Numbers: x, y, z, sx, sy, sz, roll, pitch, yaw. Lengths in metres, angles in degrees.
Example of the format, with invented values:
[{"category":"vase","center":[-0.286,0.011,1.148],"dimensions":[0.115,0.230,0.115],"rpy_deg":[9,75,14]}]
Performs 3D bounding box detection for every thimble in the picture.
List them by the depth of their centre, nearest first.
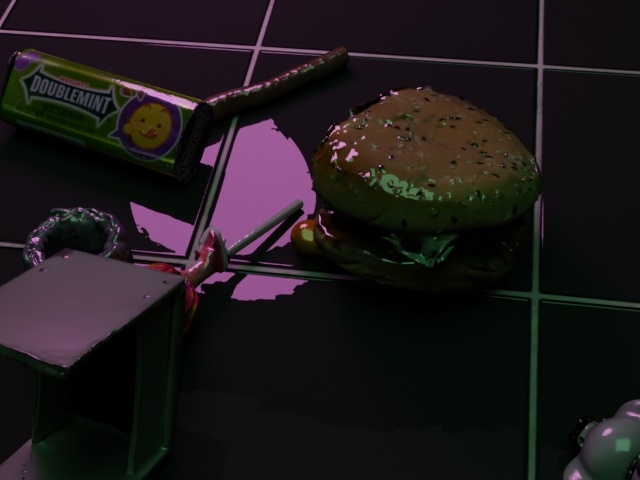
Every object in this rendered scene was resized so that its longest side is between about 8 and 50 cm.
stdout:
[{"category":"thimble","center":[-0.342,0.027,1.383],"dimensions":[0.150,0.098,0.150],"rpy_deg":[-1,51,2]}]

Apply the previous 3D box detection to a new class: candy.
[{"category":"candy","center":[-0.148,0.032,1.382],"dimensions":[0.124,0.124,0.365],"rpy_deg":[33,50,27]}]

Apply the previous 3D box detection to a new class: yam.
[{"category":"yam","center":[-0.098,-0.254,1.642],"dimensions":[0.327,0.045,0.045],"rpy_deg":[-26,32,-17]}]

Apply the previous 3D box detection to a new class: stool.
[{"category":"stool","center":[-0.287,0.175,1.100],"dimensions":[0.170,0.243,0.270],"rpy_deg":[13,21,15]}]

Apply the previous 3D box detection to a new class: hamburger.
[{"category":"hamburger","center":[0.158,-0.064,1.354],"dimensions":[0.277,0.195,0.318],"rpy_deg":[29,42,27]}]

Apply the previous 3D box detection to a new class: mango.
[{"category":"mango","center":[0.000,0.000,1.422],"dimensions":[0.089,0.046,0.060],"rpy_deg":[20,52,3]}]

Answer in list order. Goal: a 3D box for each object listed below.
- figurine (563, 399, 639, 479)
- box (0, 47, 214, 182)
[{"category":"figurine","center":[0.366,0.266,1.126],"dimensions":[0.147,0.126,0.192],"rpy_deg":[-36,40,-13]},{"category":"box","center":[-0.349,-0.204,1.560],"dimensions":[0.345,0.097,0.134],"rpy_deg":[20,91,18]}]
